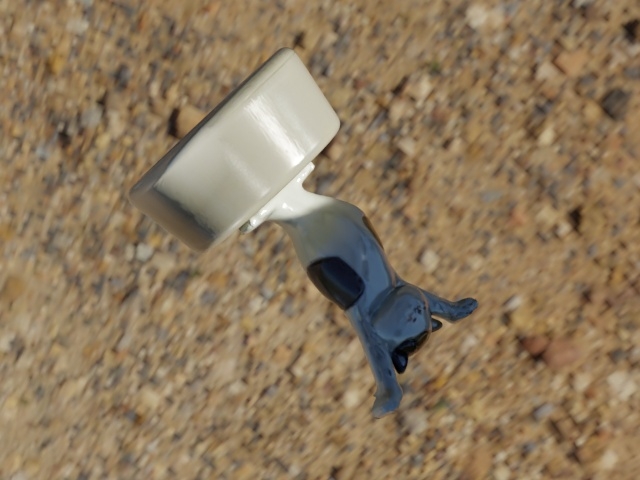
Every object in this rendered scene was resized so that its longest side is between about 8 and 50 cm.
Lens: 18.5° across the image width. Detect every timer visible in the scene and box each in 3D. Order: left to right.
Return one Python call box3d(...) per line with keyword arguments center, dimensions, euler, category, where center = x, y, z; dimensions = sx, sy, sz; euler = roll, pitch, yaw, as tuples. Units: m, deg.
box3d(center=(0.000, 0.000, 1.547), dimensions=(0.266, 0.175, 0.175), euler=(46, 65, -5), category="timer")
